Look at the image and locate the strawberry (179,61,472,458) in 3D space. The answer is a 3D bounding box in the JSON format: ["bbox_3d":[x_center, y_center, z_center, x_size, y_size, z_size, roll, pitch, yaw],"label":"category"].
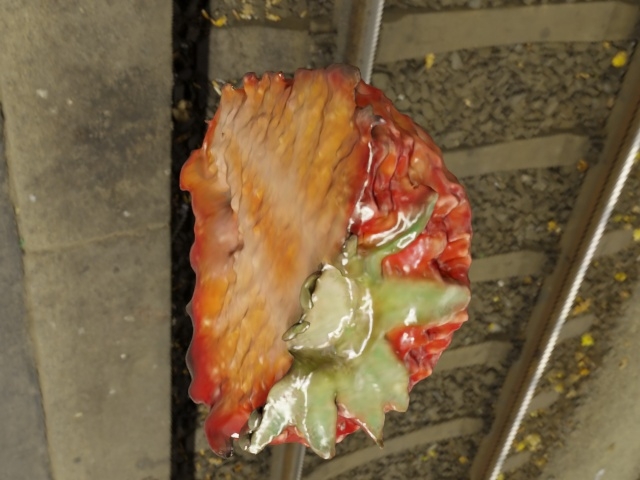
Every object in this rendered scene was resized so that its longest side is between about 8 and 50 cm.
[{"bbox_3d":[-0.002,0.018,0.542,0.150,0.280,0.253,13,95,-28],"label":"strawberry"}]
